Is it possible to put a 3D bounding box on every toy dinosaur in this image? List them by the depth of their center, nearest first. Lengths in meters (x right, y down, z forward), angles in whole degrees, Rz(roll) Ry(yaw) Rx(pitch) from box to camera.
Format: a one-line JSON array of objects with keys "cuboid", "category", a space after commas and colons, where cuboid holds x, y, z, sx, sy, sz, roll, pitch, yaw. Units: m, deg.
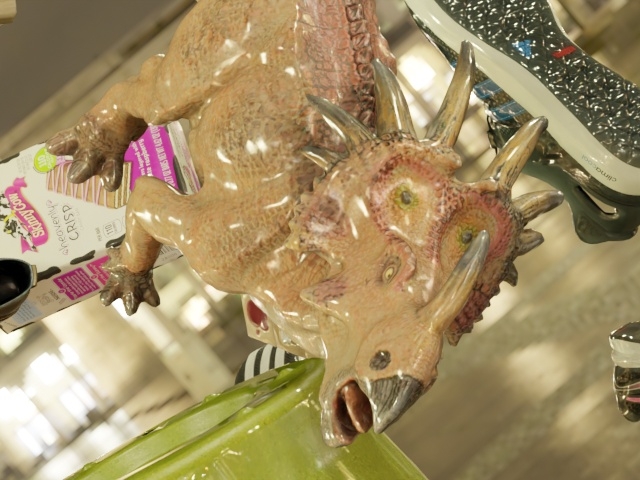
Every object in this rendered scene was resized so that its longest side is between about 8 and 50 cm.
[{"cuboid": [-0.007, -0.050, 0.693, 0.127, 0.296, 0.200, -7, -21, -35], "category": "toy dinosaur"}]

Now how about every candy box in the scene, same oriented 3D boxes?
[{"cuboid": [-0.237, -0.028, 1.696, 0.233, 0.159, 0.071, -25, -35, 7], "category": "candy box"}]

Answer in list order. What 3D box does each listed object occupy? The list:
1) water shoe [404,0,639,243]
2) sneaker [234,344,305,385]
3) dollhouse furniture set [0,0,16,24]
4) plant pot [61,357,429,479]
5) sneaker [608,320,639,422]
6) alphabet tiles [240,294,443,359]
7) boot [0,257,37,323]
[{"cuboid": [0.101, -0.079, 0.912, 0.073, 0.203, 0.080, -19, -36, -31], "category": "water shoe"}, {"cuboid": [0.002, 0.241, 1.563, 0.106, 0.281, 0.162, -13, -25, 35], "category": "sneaker"}, {"cuboid": [-0.322, -0.295, 0.907, 0.362, 0.394, 0.256, -11, 9, -38], "category": "dollhouse furniture set"}, {"cuboid": [-0.018, 0.275, 1.037, 0.366, 0.353, 0.366, -28, 3, 2], "category": "plant pot"}, {"cuboid": [0.301, 0.107, 1.268, 0.178, 0.077, 0.072, 6, 16, 16], "category": "sneaker"}, {"cuboid": [0.000, 0.000, 1.166, 0.009, 0.198, 0.237, -21, 22, -31], "category": "alphabet tiles"}, {"cuboid": [-0.356, 0.044, 1.509, 0.219, 0.082, 0.106, -8, -9, -30], "category": "boot"}]
